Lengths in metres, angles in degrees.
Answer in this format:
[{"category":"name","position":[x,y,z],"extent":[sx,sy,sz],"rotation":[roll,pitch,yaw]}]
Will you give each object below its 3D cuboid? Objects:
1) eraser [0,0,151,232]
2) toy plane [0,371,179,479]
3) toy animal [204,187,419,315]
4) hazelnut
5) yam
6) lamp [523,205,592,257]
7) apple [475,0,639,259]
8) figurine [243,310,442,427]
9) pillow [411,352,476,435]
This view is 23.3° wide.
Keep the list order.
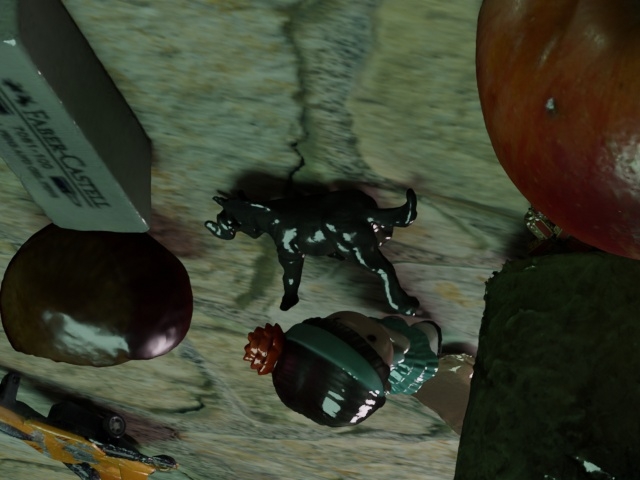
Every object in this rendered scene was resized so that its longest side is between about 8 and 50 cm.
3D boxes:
[{"category":"eraser","position":[-0.255,-0.129,1.400],"extent":[0.111,0.077,0.352],"rotation":[4,150,22]},{"category":"toy plane","position":[-0.366,0.261,2.164],"extent":[0.316,0.103,0.204],"rotation":[39,143,-26]},{"category":"toy animal","position":[0.000,0.000,1.500],"extent":[0.233,0.084,0.148],"rotation":[0,148,34]},{"category":"hazelnut","position":[-0.234,0.061,1.635],"extent":[0.202,0.170,0.160],"rotation":[25,154,5]},{"category":"yam","position":[0.227,0.159,1.425],"extent":[0.195,0.300,0.195],"rotation":[9,156,4]},{"category":"lamp","position":[0.212,-0.013,1.424],"extent":[0.063,0.031,0.083],"rotation":[-1,148,21]},{"category":"apple","position":[0.249,-0.080,1.141],"extent":[0.293,0.163,0.251],"rotation":[0,150,24]},{"category":"figurine","position":[0.033,0.122,1.595],"extent":[0.138,0.110,0.245],"rotation":[10,-172,27]},{"category":"pillow","position":[0.166,0.182,1.803],"extent":[0.135,0.034,0.211],"rotation":[-12,143,35]}]
